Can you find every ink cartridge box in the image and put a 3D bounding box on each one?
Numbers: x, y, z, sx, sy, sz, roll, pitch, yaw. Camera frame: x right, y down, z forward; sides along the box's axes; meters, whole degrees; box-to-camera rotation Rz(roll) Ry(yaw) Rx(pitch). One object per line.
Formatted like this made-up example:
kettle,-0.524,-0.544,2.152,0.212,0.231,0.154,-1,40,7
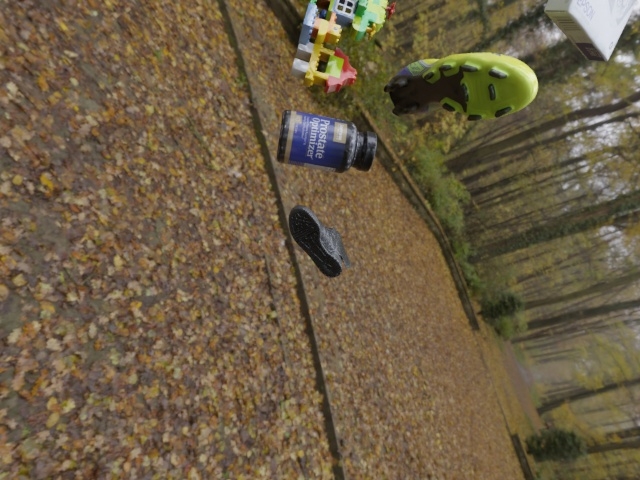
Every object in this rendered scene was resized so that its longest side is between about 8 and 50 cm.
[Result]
ink cartridge box,0.467,-0.439,0.678,0.223,0.224,0.045,3,20,-42

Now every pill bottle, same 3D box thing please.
pill bottle,0.013,-0.224,0.979,0.123,0.219,0.123,-172,-90,-83

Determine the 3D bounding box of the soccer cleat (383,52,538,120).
soccer cleat,0.210,-0.243,0.631,0.093,0.121,0.289,62,-14,-26

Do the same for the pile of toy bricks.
pile of toy bricks,0.042,-0.298,0.531,0.118,0.105,0.212,129,-25,-69

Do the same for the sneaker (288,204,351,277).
sneaker,0.002,-0.001,0.725,0.170,0.051,0.089,57,20,-23
